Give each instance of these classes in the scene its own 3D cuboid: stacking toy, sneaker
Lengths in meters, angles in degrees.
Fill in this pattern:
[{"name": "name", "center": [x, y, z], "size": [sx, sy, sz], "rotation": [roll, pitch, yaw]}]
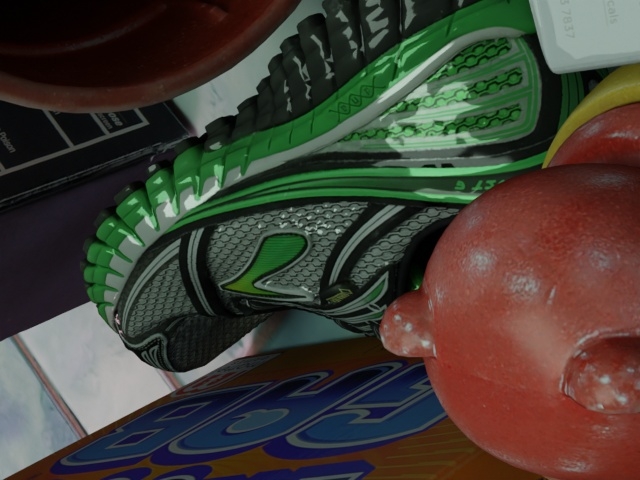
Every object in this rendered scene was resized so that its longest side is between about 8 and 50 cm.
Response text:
[{"name": "stacking toy", "center": [0.174, 0.085, 0.316], "size": [0.309, 0.130, 0.280], "rotation": [-4, 107, 48]}, {"name": "sneaker", "center": [0.000, 0.000, 0.596], "size": [0.343, 0.134, 0.146], "rotation": [-36, 82, 49]}]

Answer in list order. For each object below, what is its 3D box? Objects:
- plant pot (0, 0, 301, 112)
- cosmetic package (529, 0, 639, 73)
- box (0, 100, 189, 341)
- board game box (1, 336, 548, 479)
[{"name": "plant pot", "center": [-0.166, -0.212, 0.593], "size": [0.265, 0.272, 0.272], "rotation": [19, 122, 50]}, {"name": "cosmetic package", "center": [0.177, -0.107, 0.328], "size": [0.231, 0.117, 0.086], "rotation": [-7, 103, 33]}, {"name": "box", "center": [-0.294, -0.071, 0.756], "size": [0.296, 0.294, 0.183], "rotation": [51, 140, 17]}, {"name": "board game box", "center": [0.000, 0.264, 0.551], "size": [0.356, 0.356, 0.356], "rotation": [-15, 97, 49]}]
